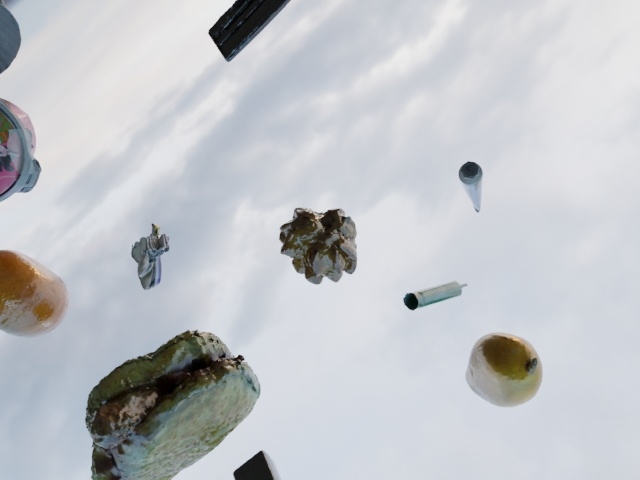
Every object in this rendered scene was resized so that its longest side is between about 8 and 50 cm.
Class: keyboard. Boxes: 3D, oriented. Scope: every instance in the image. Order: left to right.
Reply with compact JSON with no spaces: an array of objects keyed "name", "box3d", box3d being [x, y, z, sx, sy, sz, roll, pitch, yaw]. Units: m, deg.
[{"name":"keyboard","box3d":[-0.069,-0.375,0.993,0.250,0.017,0.087,-43,-121,15]}]

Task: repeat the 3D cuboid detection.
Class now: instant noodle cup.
[{"name":"instant noodle cup","box3d":[-0.754,-0.219,1.489,0.258,0.302,0.181,-50,-165,11]}]

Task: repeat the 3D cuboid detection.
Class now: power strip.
[{"name":"power strip","box3d":[-0.139,0.640,1.652,0.105,0.070,0.257,-37,-155,-4]}]

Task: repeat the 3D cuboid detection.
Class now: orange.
[{"name":"orange","box3d":[-0.704,0.127,1.547,0.171,0.240,0.240,-56,-148,-8]}]

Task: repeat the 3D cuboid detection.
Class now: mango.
[{"name":"mango","box3d":[0.421,0.306,1.562,0.119,0.176,0.317,-27,164,-21]}]

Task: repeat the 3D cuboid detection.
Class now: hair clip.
[{"name":"hair clip","box3d":[-0.334,0.035,1.283,0.172,0.049,0.116,-42,-132,55]}]

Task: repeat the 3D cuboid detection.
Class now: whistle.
[{"name":"whistle","box3d":[0.244,0.112,1.392,0.039,0.039,0.186,-7,-178,44]}]

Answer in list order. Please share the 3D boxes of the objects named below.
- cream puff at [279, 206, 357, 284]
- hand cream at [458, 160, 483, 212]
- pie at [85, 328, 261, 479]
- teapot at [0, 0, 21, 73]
[{"name":"cream puff","box3d":[0.000,0.000,0.959,0.122,0.094,0.116,25,-120,25]},{"name":"hand cream","box3d":[0.360,-0.134,1.597,0.055,0.256,0.088,-22,-106,8]},{"name":"pie","box3d":[-0.320,0.390,1.445,0.395,0.418,0.180,-26,-124,-29]},{"name":"teapot","box3d":[-0.797,-0.457,1.434,0.337,0.200,0.270,42,-79,37]}]
